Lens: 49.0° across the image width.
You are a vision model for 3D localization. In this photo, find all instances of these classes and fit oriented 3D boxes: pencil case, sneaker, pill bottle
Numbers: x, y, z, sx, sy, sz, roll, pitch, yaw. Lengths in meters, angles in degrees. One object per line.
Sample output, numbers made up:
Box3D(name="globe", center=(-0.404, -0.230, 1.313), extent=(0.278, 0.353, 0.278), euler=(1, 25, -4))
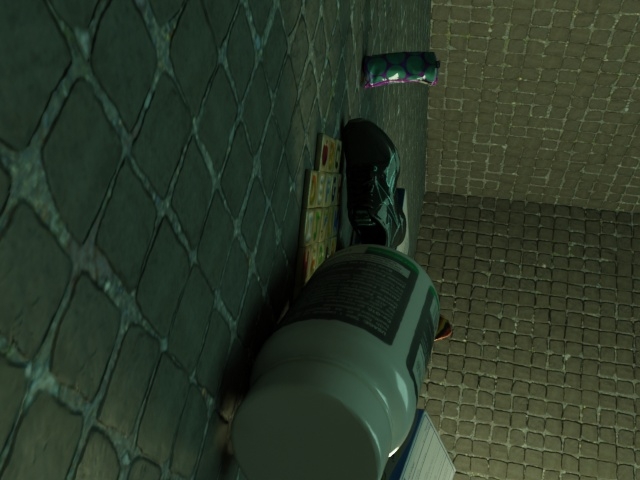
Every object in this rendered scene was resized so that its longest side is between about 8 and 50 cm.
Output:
Box3D(name="pencil case", center=(0.163, -0.343, 1.414), extent=(0.064, 0.151, 0.070), euler=(68, 21, -76))
Box3D(name="sneaker", center=(0.095, -0.090, 1.282), extent=(0.106, 0.101, 0.267), euler=(-47, 125, -51))
Box3D(name="pill bottle", center=(0.032, 0.159, 0.899), extent=(0.361, 0.204, 0.204), euler=(-52, 147, -63))

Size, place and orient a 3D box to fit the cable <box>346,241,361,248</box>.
Box3D(name="cable", center=(0.074, 0.131, 1.394), extent=(0.257, 0.089, 0.257), euler=(-61, 156, -71))

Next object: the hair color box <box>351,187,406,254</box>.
Box3D(name="hair color box", center=(0.150, 0.017, 1.689), extent=(0.347, 0.105, 0.174), euler=(68, 31, -67))

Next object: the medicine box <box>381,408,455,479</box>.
Box3D(name="medicine box", center=(0.203, 0.605, 1.765), extent=(0.289, 0.149, 0.263), euler=(62, 42, -34))

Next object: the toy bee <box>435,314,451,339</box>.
Box3D(name="toy bee", center=(0.188, 0.248, 1.863), extent=(0.162, 0.298, 0.195), euler=(60, -14, 6))

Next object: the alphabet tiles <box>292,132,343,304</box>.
Box3D(name="alphabet tiles", center=(0.000, 0.000, 1.161), extent=(0.285, 0.011, 0.343), euler=(-16, 112, -78))
